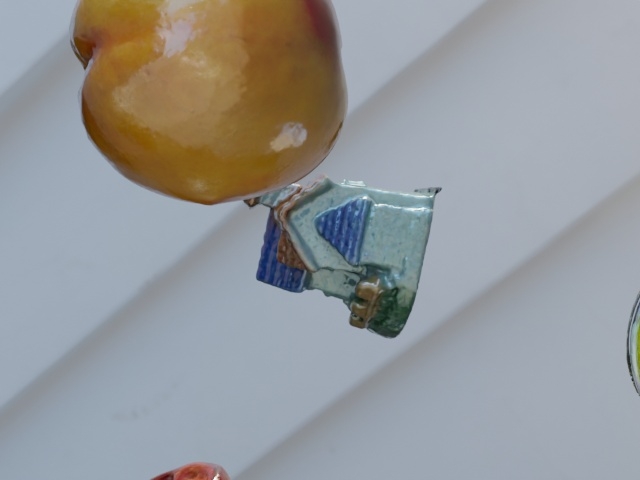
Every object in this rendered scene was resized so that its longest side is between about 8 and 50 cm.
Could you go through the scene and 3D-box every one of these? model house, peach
[{"bbox_3d":[0.000,0.000,1.158,0.149,0.119,0.148,15,0,-2],"label":"model house"},{"bbox_3d":[-0.054,-0.085,0.736,0.138,0.138,0.138,42,24,-23],"label":"peach"}]

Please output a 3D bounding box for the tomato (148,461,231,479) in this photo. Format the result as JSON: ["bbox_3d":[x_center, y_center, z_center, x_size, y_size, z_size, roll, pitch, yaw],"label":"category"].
[{"bbox_3d":[-0.138,0.243,1.148,0.166,0.174,0.082,-42,105,-40],"label":"tomato"}]

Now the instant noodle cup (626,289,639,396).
[{"bbox_3d":[0.426,0.103,1.520,0.205,0.205,0.153,43,-20,-20],"label":"instant noodle cup"}]
